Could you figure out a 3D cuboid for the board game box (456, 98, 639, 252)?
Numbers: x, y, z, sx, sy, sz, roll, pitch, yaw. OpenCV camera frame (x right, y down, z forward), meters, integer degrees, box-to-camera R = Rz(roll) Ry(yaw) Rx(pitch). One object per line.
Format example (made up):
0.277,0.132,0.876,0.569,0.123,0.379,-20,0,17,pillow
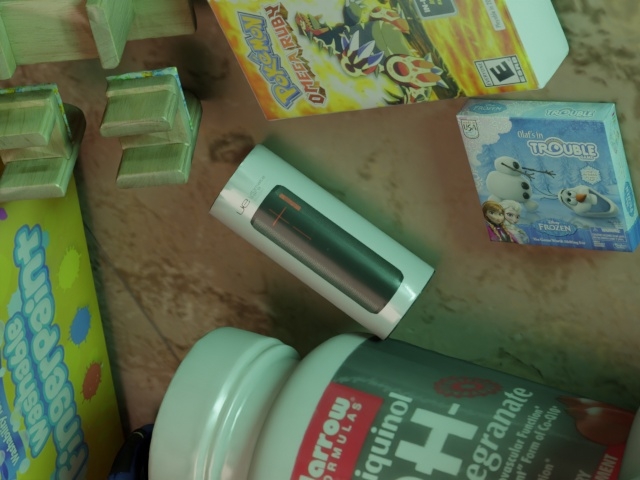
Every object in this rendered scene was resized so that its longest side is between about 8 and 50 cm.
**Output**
0.129,-0.036,1.078,0.090,0.020,0.090,4,128,32,board game box

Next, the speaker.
0.000,0.000,1.173,0.136,0.055,0.055,37,139,1,speaker

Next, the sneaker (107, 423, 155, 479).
-0.098,0.231,1.415,0.182,0.127,0.315,42,132,-1,sneaker

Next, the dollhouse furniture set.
-0.195,-0.155,1.137,0.242,0.161,0.212,-5,128,10,dollhouse furniture set

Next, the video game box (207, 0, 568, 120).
0.011,-0.165,1.021,0.187,0.048,0.205,-3,126,39,video game box

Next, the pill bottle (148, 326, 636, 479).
0.063,0.157,1.182,0.319,0.176,0.176,16,135,22,pill bottle

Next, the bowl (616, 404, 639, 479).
0.287,0.099,0.970,0.298,0.134,0.298,7,157,3,bowl

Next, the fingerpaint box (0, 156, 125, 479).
-0.343,0.090,1.407,0.371,0.163,0.444,16,135,23,fingerpaint box
